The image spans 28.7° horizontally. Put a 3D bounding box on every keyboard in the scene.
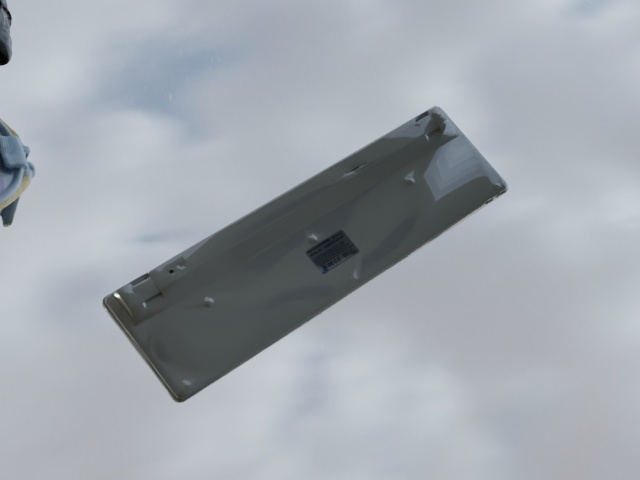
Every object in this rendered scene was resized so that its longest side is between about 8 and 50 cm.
[{"bbox_3d":[0.000,0.000,0.718,0.256,0.014,0.072,-32,-100,-28],"label":"keyboard"}]

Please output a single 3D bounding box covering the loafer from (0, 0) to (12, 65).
[{"bbox_3d":[-0.306,-0.141,0.801,0.223,0.078,0.076,-6,-33,-34],"label":"loafer"}]

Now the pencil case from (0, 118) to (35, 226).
[{"bbox_3d":[-0.311,0.012,0.941,0.124,0.113,0.273,-16,-27,-44],"label":"pencil case"}]
